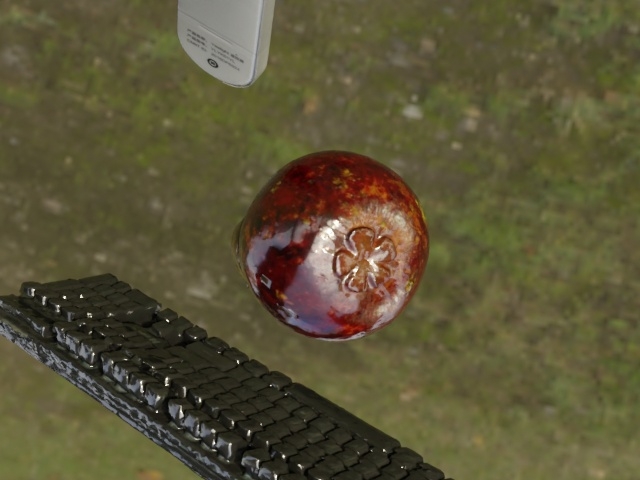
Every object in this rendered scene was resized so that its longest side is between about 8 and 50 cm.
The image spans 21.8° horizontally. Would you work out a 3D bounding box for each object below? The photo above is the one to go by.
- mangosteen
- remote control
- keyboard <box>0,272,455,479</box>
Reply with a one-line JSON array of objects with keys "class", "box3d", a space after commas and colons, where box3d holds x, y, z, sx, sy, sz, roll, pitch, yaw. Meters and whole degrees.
[{"class": "mangosteen", "box3d": [0.001, 0.010, 1.297, 0.156, 0.146, 0.181, 10, 164, -26]}, {"class": "remote control", "box3d": [-0.069, -0.188, 1.211, 0.077, 0.022, 0.245, 33, 156, 10]}, {"class": "keyboard", "box3d": [-0.041, 0.060, 0.645, 0.072, 0.023, 0.231, -11, -152, -41]}]
